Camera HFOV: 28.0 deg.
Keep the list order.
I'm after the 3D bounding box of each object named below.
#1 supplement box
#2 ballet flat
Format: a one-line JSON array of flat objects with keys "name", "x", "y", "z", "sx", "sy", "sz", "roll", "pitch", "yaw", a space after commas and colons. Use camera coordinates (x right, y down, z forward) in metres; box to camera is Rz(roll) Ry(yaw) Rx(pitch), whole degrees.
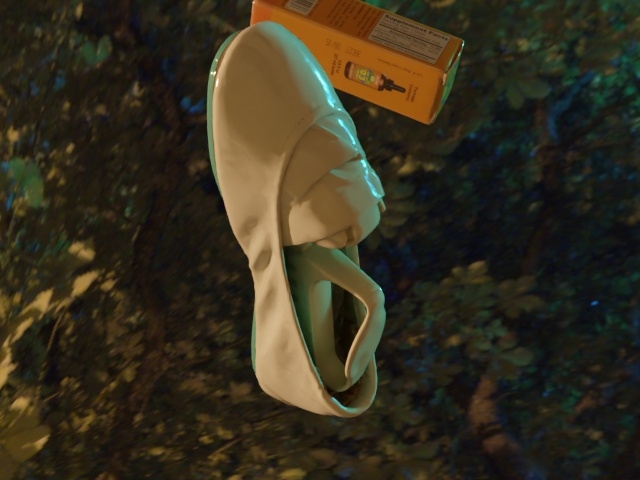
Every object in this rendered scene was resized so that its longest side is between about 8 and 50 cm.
[{"name": "supplement box", "x": 0.038, "y": -0.217, "z": 1.440, "sx": 0.233, "sy": 0.078, "sz": 0.080, "roll": 24, "pitch": -134, "yaw": 10}, {"name": "ballet flat", "x": 0.000, "y": 0.000, "z": 1.095, "sx": 0.139, "sy": 0.400, "sz": 0.139, "roll": -3, "pitch": -140, "yaw": 2}]
